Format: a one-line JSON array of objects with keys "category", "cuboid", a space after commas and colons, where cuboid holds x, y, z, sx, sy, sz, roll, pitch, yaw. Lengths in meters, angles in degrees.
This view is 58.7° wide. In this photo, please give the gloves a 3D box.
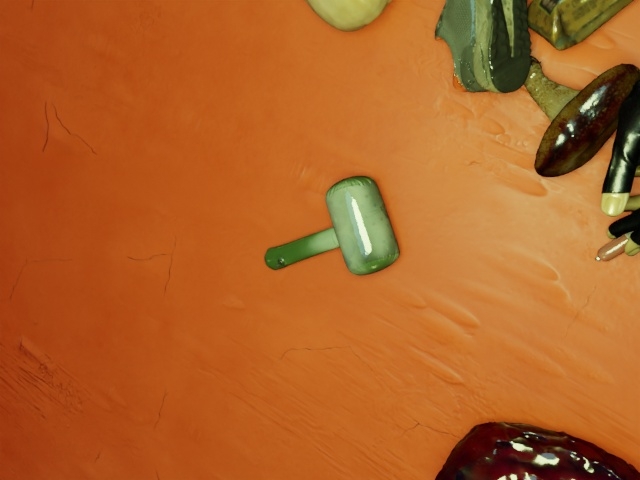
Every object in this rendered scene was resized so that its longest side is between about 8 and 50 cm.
[{"category": "gloves", "cuboid": [0.540, -0.119, 0.924, 0.152, 0.197, 0.301, 49, 138, 50]}]

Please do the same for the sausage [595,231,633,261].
[{"category": "sausage", "cuboid": [0.588, -0.027, 1.006, 0.223, 0.029, 0.029, -38, 80, 24]}]

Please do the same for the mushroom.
[{"category": "mushroom", "cuboid": [0.419, -0.244, 1.022, 0.227, 0.148, 0.217, -50, 57, 11]}]

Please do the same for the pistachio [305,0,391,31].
[{"category": "pistachio", "cuboid": [0.029, -0.542, 1.116, 0.187, 0.187, 0.299, -44, 74, 22]}]

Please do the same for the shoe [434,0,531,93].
[{"category": "shoe", "cuboid": [0.280, -0.427, 1.046, 0.171, 0.132, 0.336, 1, 98, 61]}]

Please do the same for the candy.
[{"category": "candy", "cuboid": [0.486, -0.435, 0.959, 0.271, 0.101, 0.143, -35, 39, 21]}]

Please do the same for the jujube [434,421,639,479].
[{"category": "jujube", "cuboid": [0.398, 0.476, 1.049, 0.376, 0.258, 0.258, 4, 98, 18]}]

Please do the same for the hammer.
[{"category": "hammer", "cuboid": [0.000, 0.000, 1.244, 0.335, 0.119, 0.206, -21, 86, 32]}]
